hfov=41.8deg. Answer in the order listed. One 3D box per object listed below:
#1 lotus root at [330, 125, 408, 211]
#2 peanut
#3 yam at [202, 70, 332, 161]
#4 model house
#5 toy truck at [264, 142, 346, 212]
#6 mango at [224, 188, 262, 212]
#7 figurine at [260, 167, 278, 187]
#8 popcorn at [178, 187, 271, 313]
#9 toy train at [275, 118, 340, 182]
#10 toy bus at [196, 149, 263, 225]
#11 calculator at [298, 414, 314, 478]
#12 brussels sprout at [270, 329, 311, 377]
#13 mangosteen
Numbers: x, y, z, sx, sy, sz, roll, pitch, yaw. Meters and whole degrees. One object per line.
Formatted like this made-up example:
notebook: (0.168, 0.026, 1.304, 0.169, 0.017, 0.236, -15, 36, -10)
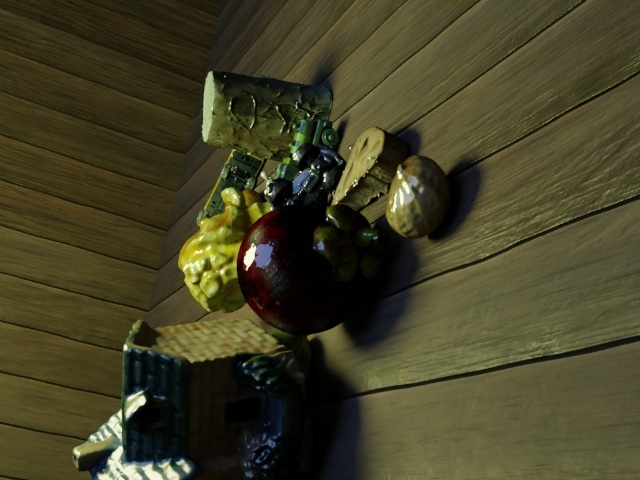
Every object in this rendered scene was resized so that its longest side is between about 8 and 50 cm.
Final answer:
lotus root: (0.107, -0.167, 1.897, 0.261, 0.075, 0.170, -35, 41, 59)
peanut: (0.185, -0.079, 1.593, 0.140, 0.109, 0.159, -96, 18, -66)
yam: (-0.165, -0.358, 2.401, 0.241, 0.349, 0.240, -171, 90, -77)
model house: (-0.289, 0.417, 1.762, 0.395, 0.400, 0.445, 32, 118, 55)
toy truck: (-0.018, -0.124, 2.074, 0.147, 0.165, 0.224, 39, 98, 21)
mango: (-0.253, -0.048, 2.613, 0.177, 0.120, 0.294, -43, 35, 48)
figurine: (-0.131, -0.166, 2.476, 0.082, 0.094, 0.086, -27, 69, 9)
popcorn: (-0.222, 0.041, 2.284, 0.335, 0.274, 0.279, -41, -28, -23)
toy train: (-0.032, -0.229, 2.204, 0.083, 0.132, 0.200, 5, 80, 67)
toy bus: (-0.307, -0.177, 2.854, 0.335, 0.121, 0.123, -59, 16, 29)
calculator: (-0.077, 0.477, 1.872, 0.246, 0.045, 0.141, -44, 35, 49)
brussels sprout: (-0.093, 0.287, 1.941, 0.183, 0.131, 0.145, -64, 17, 9)
mangosteen: (-0.027, 0.055, 1.779, 0.311, 0.311, 0.311, -50, 30, 44)
